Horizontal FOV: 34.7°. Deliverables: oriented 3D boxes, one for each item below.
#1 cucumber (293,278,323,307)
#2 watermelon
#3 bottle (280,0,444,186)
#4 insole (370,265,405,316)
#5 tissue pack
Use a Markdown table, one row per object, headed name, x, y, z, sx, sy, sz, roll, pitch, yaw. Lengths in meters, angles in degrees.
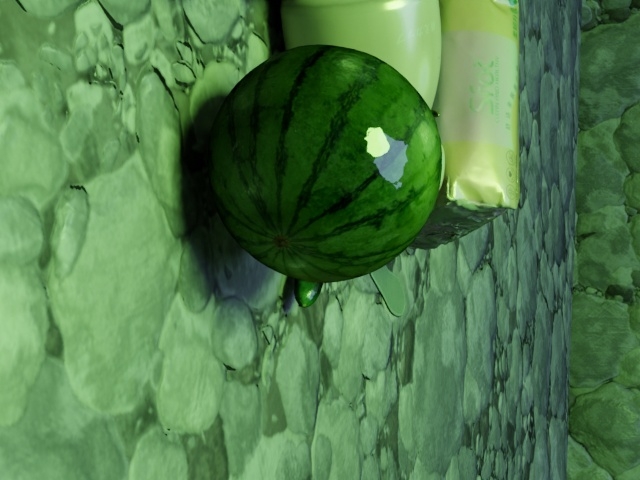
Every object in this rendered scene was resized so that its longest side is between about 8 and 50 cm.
| name | x | y | z | sx | sy | sz | roll | pitch | yaw |
| --- | --- | --- | --- | --- | --- | --- | --- | --- | --- |
| cucumber | 0.000 | 0.000 | 1.005 | 0.036 | 0.033 | 0.184 | 52 | 35 | -26 |
| watermelon | 0.007 | -0.068 | 0.817 | 0.214 | 0.188 | 0.188 | -65 | 146 | -45 |
| bottle | 0.049 | -0.131 | 0.990 | 0.147 | 0.148 | 0.236 | -53 | 138 | -59 |
| insole | 0.083 | 0.053 | 1.252 | 0.152 | 0.002 | 0.053 | 56 | 38 | -53 |
| tissue pack | 0.141 | -0.130 | 1.144 | 0.215 | 0.123 | 0.256 | 143 | -49 | -65 |
